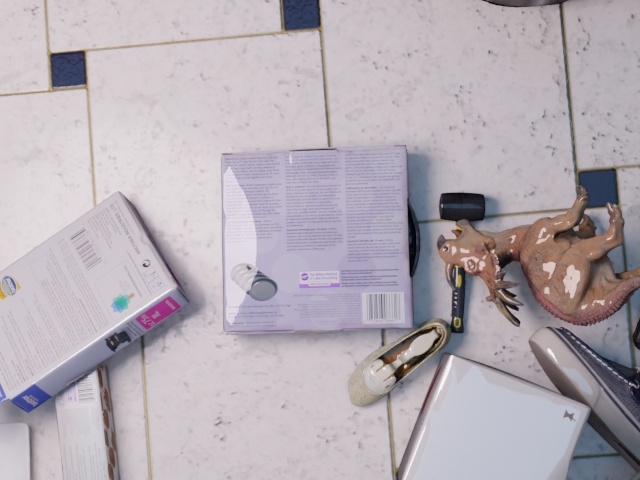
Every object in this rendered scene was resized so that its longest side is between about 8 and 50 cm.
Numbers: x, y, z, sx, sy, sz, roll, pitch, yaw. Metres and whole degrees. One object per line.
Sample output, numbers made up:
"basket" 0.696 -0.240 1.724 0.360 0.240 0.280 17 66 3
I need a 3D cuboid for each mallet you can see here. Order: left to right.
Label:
"mallet" 0.177 0.027 1.816 0.062 0.039 0.190 10 91 4

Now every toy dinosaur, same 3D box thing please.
"toy dinosaur" 0.301 0.046 1.710 0.200 0.295 0.127 -46 128 -4

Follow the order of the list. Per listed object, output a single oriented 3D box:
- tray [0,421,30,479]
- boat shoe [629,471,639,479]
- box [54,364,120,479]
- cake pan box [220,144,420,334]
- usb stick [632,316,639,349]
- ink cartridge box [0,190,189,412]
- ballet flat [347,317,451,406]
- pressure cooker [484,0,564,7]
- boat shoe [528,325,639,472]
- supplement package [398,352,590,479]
"tray" -0.458 0.382 1.831 0.145 0.030 0.270 -2 86 3
"boat shoe" 0.503 0.296 1.655 0.254 0.079 0.095 -6 94 -7
"box" -0.304 0.329 1.808 0.067 0.063 0.324 -8 85 5
"cake pan box" 0.000 0.000 1.811 0.267 0.070 0.246 -3 88 3
"usb stick" 0.490 0.025 1.790 0.077 0.045 0.278 20 88 12
"ink cartridge box" -0.346 0.093 1.796 0.311 0.065 0.186 -33 58 -1
"ballet flat" 0.101 0.159 1.798 0.168 0.052 0.057 -40 86 2
"pressure cooker" 0.265 -0.504 1.654 0.370 0.420 0.375 30 89 4
"boat shoe" 0.433 0.204 1.751 0.158 0.127 0.340 -43 93 -6
"supplement package" 0.204 0.247 1.667 0.175 0.293 0.177 21 87 5
